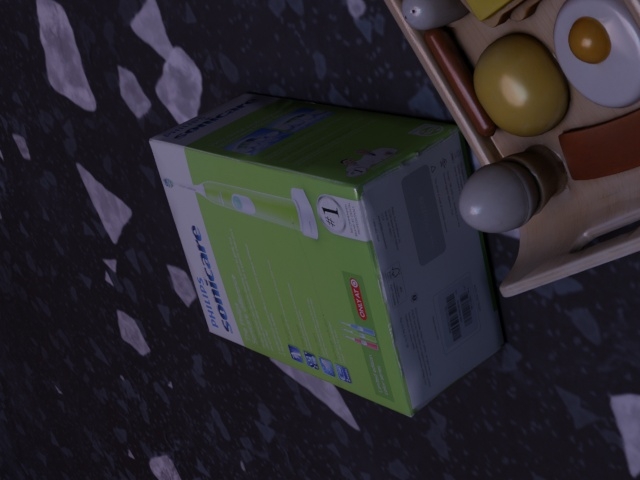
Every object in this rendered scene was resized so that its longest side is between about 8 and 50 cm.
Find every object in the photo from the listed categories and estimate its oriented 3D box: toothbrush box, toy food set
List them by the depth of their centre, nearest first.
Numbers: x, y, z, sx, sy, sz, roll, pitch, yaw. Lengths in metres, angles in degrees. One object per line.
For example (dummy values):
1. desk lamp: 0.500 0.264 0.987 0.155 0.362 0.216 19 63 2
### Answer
1. toy food set: 0.114 -0.122 0.740 0.306 0.092 0.220 59 148 -1
2. toothbrush box: 0.000 0.000 0.971 0.283 0.122 0.206 14 127 48
